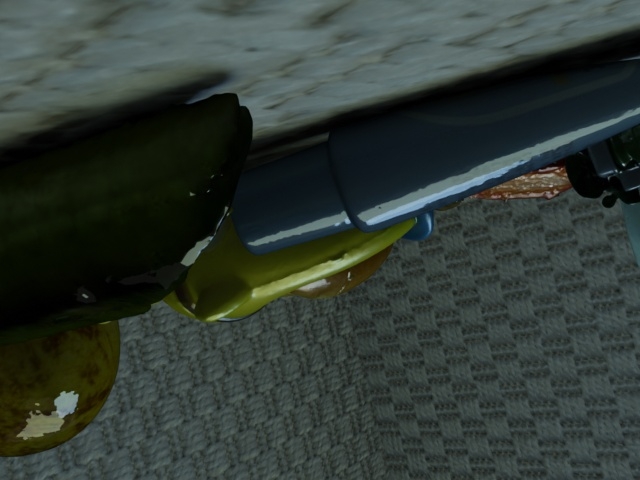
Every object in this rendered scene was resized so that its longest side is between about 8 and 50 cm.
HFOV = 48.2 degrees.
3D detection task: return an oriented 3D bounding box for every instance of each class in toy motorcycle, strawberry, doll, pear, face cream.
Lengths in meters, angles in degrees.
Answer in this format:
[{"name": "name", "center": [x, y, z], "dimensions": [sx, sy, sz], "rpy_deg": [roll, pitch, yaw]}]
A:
[{"name": "toy motorcycle", "center": [0.387, -0.113, 0.884], "dimensions": [0.187, 0.124, 0.275], "rpy_deg": [-24, 171, 28]}, {"name": "strawberry", "center": [0.296, -0.111, 1.081], "dimensions": [0.188, 0.082, 0.121], "rpy_deg": [-4, 161, 13]}, {"name": "doll", "center": [-0.049, 0.004, 0.677], "dimensions": [0.363, 0.145, 0.199], "rpy_deg": [-16, -147, 15]}, {"name": "pear", "center": [-0.407, 0.151, 0.992], "dimensions": [0.281, 0.280, 0.281], "rpy_deg": [-13, 179, 0]}, {"name": "face cream", "center": [0.116, -0.075, 0.542], "dimensions": [0.385, 0.086, 0.135], "rpy_deg": [-17, -172, 12]}]

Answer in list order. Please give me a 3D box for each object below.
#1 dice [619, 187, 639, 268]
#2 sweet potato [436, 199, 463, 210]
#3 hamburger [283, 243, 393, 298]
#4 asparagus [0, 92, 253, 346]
[{"name": "dice", "center": [0.654, -0.077, 1.180], "dimensions": [0.268, 0.262, 0.265], "rpy_deg": [-10, 173, 31]}, {"name": "sweet potato", "center": [0.158, -0.082, 0.955], "dimensions": [0.075, 0.074, 0.269], "rpy_deg": [-13, -171, 13]}, {"name": "hamburger", "center": [0.000, 0.000, 0.955], "dimensions": [0.283, 0.156, 0.144], "rpy_deg": [-9, 176, -40]}, {"name": "asparagus", "center": [-0.193, 0.011, 0.447], "dimensions": [0.382, 0.128, 0.108], "rpy_deg": [-15, -145, 18]}]
